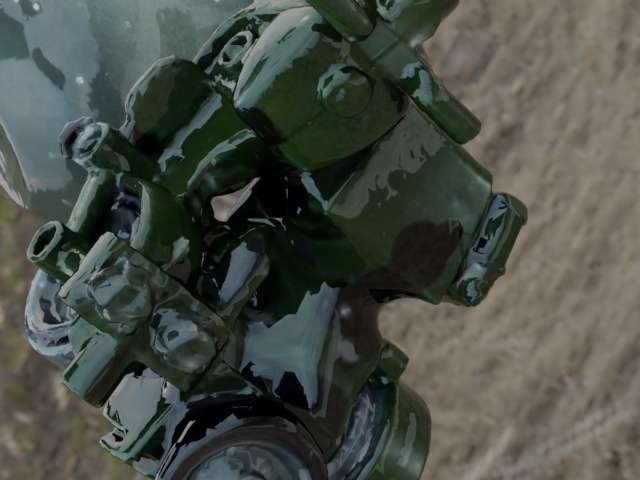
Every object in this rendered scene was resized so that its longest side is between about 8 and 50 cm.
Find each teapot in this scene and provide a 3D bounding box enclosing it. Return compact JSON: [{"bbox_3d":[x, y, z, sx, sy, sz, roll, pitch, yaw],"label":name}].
[{"bbox_3d":[-0.075,-0.115,1.108,0.251,0.183,0.183,-27,21,-17],"label":"teapot"}]

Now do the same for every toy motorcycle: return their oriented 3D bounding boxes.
[{"bbox_3d":[0.000,0.000,0.798,0.275,0.205,0.127,-54,31,-5],"label":"toy motorcycle"}]
